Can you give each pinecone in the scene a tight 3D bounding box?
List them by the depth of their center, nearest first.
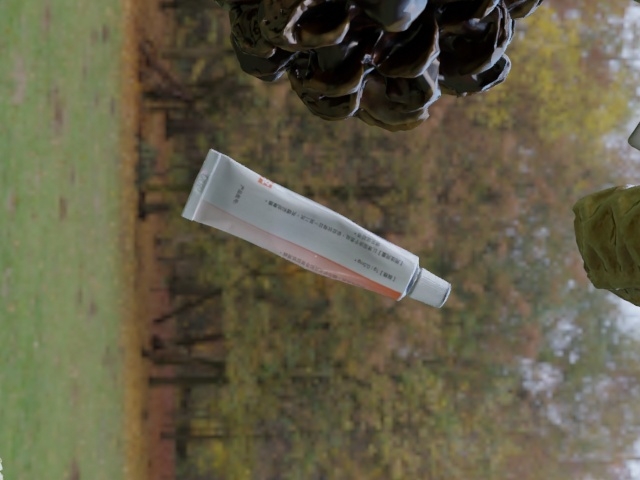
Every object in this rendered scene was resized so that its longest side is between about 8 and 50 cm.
[{"bbox_3d":[0.028,-0.196,0.893,0.243,0.257,0.243,22,-60,43],"label":"pinecone"}]

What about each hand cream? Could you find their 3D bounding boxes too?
[{"bbox_3d":[-0.001,0.001,0.971,0.038,0.216,0.052,124,-9,-76],"label":"hand cream"}]

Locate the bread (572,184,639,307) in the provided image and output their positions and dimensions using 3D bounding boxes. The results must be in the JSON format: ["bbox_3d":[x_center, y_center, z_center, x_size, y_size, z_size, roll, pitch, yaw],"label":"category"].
[{"bbox_3d":[0.384,0.006,1.332,0.130,0.152,0.267,-59,-166,-9],"label":"bread"}]

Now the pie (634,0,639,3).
[{"bbox_3d":[0.266,-0.237,0.714,0.078,0.277,0.277,-59,160,-48],"label":"pie"}]

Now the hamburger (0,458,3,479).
[{"bbox_3d":[-0.352,0.184,0.963,0.139,0.243,0.262,-60,165,-24],"label":"hamburger"}]

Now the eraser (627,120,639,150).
[{"bbox_3d":[0.423,-0.021,0.810,0.213,0.397,0.082,-34,153,-42],"label":"eraser"}]
